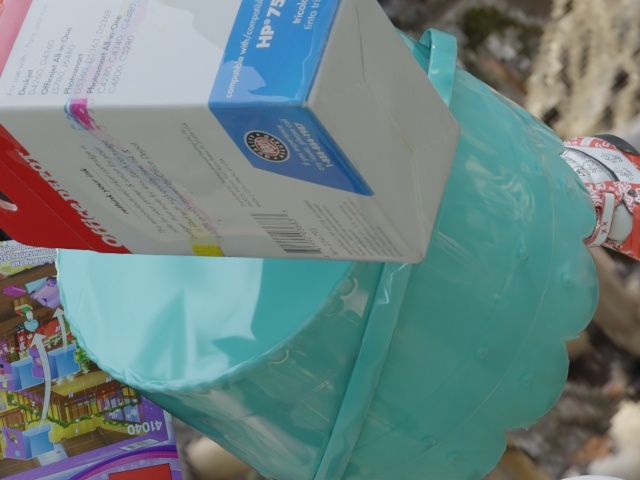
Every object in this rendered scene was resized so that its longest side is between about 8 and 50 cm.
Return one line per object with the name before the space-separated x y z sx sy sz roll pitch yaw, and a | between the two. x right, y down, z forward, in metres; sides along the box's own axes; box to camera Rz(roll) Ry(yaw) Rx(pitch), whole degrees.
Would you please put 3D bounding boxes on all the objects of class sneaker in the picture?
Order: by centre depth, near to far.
sneaker | 0.289 -0.007 1.684 0.270 0.145 0.090 39 128 37

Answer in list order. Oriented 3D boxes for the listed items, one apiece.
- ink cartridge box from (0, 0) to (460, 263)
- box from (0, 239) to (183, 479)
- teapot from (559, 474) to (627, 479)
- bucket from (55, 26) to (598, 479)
ink cartridge box | -0.070 -0.055 0.857 0.231 0.134 0.078 2 61 29
box | -0.238 0.110 1.125 0.057 0.293 0.201 138 122 -69
teapot | 0.239 0.328 1.535 0.252 0.187 0.256 -32 39 28
bucket | 0.000 0.000 1.046 0.281 0.183 0.281 -18 58 32
